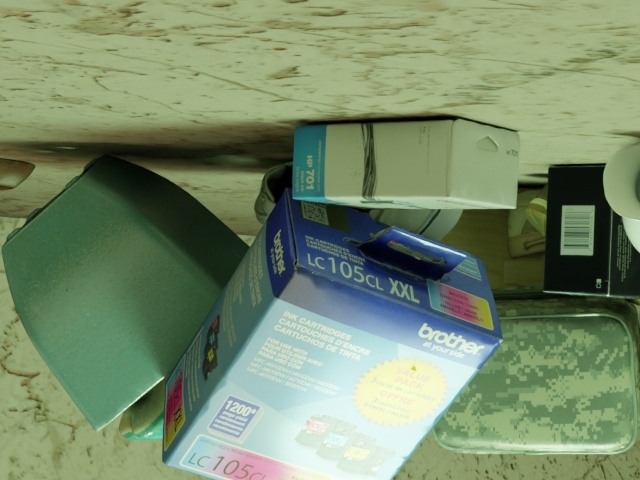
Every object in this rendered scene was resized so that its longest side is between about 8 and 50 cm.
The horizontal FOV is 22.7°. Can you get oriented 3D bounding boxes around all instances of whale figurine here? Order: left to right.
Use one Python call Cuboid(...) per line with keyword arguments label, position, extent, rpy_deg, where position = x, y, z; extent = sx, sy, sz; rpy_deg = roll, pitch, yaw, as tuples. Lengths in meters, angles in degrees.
Cuboid(label="whale figurine", position=(-0.135, 0.182, 2.078), extent=(0.272, 0.141, 0.216), rpy_deg=(-43, -171, -22))

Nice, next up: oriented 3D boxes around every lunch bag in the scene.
Cuboid(label="lunch bag", position=(0.300, 0.167, 2.221), extent=(0.305, 0.213, 0.256), rpy_deg=(-3, -171, 15))

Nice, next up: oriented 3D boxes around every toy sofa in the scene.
Cuboid(label="toy sofa", position=(0.158, -0.002, 2.276), extent=(0.362, 0.150, 0.177), rpy_deg=(5, 173, -43))

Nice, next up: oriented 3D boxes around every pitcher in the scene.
Cuboid(label="pitcher", position=(0.399, -0.047, 1.665), extent=(0.177, 0.126, 0.207), rpy_deg=(-14, 161, 16))

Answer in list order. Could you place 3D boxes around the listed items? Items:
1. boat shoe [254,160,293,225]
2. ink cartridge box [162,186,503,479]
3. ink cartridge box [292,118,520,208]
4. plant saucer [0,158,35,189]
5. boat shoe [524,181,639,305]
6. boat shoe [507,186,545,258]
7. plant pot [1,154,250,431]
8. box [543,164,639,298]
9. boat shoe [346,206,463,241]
Cuboid(label="boat shoe", position=(-0.039, -0.070, 2.017), extent=(0.075, 0.083, 0.226), rpy_deg=(16, 159, -27))
Cuboid(label="ink cartridge box", position=(0.020, 0.115, 1.805), extent=(0.270, 0.395, 0.151), rpy_deg=(20, -147, -21))
Cuboid(label="ink cartridge box", position=(0.087, -0.075, 1.615), extent=(0.190, 0.082, 0.139), rpy_deg=(2, 178, 37))
Cuboid(label="plant saucer", position=(-0.501, -0.094, 2.235), extent=(0.198, 0.036, 0.198), rpy_deg=(3, 176, 0))
Cuboid(label="boat shoe", position=(0.363, 0.002, 2.078), extent=(0.223, 0.073, 0.080), rpy_deg=(39, 171, -21))
Cuboid(label="boat shoe", position=(0.419, -0.016, 2.172), extent=(0.341, 0.110, 0.121), rpy_deg=(1, 177, 31))
Cuboid(label="plant pot", position=(-0.256, 0.039, 2.009), extent=(0.248, 0.252, 0.247), rpy_deg=(-40, -171, 13))
Cuboid(label="box", position=(0.350, -0.008, 1.950), extent=(0.093, 0.156, 0.158), rpy_deg=(1, 177, 37))
Cuboid(label="boat shoe", position=(0.014, 0.005, 1.895), extent=(0.156, 0.136, 0.367), rpy_deg=(17, 143, -25))
